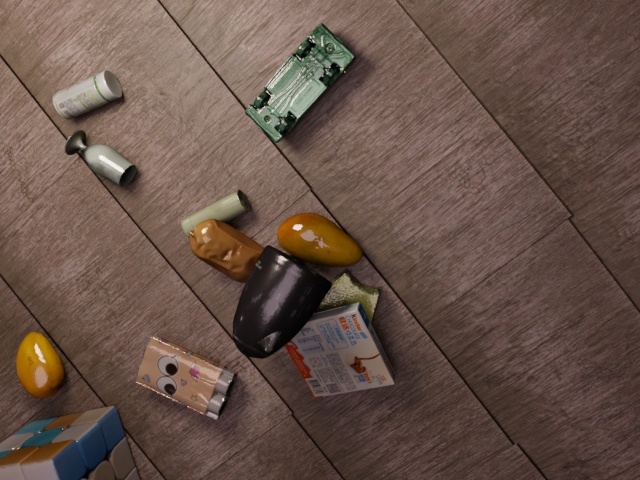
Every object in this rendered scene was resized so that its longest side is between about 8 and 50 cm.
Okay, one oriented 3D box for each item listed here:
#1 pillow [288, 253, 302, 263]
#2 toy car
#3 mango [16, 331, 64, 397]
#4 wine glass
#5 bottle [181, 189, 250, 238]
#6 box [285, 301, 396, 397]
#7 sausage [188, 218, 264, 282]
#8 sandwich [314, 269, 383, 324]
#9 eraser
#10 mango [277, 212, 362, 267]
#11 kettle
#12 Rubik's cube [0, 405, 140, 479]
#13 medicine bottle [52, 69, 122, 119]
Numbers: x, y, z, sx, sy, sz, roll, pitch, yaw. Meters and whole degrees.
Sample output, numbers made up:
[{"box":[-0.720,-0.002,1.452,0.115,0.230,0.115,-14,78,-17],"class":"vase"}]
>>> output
[{"box":[-0.106,0.106,1.620,0.150,0.048,0.090,-41,92,16],"class":"pillow"},{"box":[-0.054,-0.423,1.502,0.141,0.097,0.320,44,102,1],"class":"toy car"},{"box":[-0.918,0.405,1.787,0.145,0.112,0.219,-21,83,13],"class":"mango"},{"box":[-0.657,-0.244,1.642,0.202,0.093,0.093,32,103,3],"class":"wine glass"},{"box":[-0.310,-0.076,1.616,0.202,0.072,0.072,-26,94,13],"class":"bottle"},{"box":[0.046,0.321,1.567,0.265,0.048,0.273,-16,113,24],"class":"box"},{"box":[-0.270,0.029,1.582,0.241,0.120,0.136,37,107,-21],"class":"sausage"},{"box":[0.043,0.186,1.604,0.245,0.063,0.212,15,98,7],"class":"sandwich"},{"box":[-0.416,0.421,1.705,0.291,0.087,0.171,22,103,7],"class":"eraser"},{"box":[0.000,0.000,1.551,0.253,0.113,0.138,19,102,5],"class":"mango"},{"box":[-0.139,0.176,1.501,0.207,0.268,0.290,30,90,-29],"class":"kettle"},{"box":[-0.818,0.766,1.703,0.347,0.344,0.346,-12,98,13],"class":"Rubik's cube"},{"box":[-0.692,-0.431,1.622,0.183,0.086,0.086,-18,95,12],"class":"medicine bottle"}]
